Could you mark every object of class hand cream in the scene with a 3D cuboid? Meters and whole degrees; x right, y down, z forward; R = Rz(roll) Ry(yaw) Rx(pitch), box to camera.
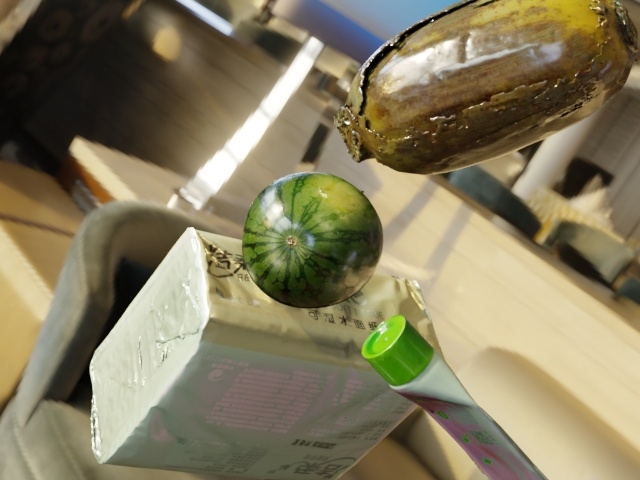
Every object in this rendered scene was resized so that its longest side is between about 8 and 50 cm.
[{"bbox_3d":[0.142,0.176,0.888,0.275,0.050,0.079,47,1,-17],"label":"hand cream"}]

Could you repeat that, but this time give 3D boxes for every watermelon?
[{"bbox_3d":[0.000,0.000,1.032,0.140,0.141,0.187,36,12,17],"label":"watermelon"}]

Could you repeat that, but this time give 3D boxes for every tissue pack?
[{"bbox_3d":[-0.078,0.181,1.449,0.405,0.332,0.205,14,43,-35],"label":"tissue pack"}]

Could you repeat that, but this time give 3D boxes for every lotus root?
[{"bbox_3d":[0.193,-0.196,1.264,0.179,0.397,0.196,27,46,-58],"label":"lotus root"}]
